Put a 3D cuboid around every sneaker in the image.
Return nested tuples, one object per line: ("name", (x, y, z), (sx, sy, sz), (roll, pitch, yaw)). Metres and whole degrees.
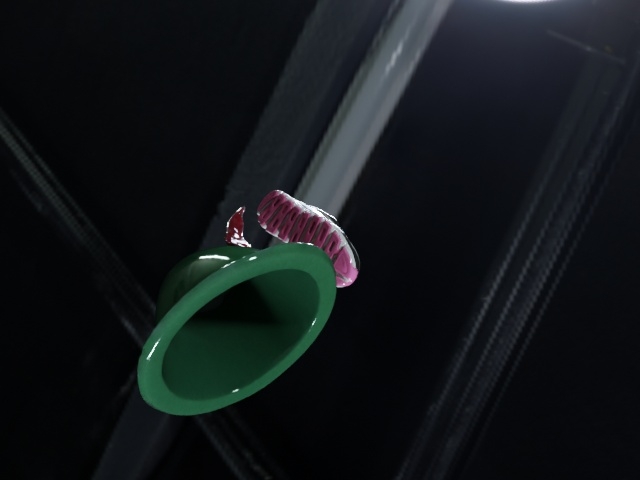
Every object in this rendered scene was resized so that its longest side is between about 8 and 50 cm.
("sneaker", (0.000, 0.000, 1.166), (0.170, 0.075, 0.063), (39, -76, 43))

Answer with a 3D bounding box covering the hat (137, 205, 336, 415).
("hat", (-0.103, 0.018, 0.815), (0.183, 0.173, 0.208), (51, -15, 30))
